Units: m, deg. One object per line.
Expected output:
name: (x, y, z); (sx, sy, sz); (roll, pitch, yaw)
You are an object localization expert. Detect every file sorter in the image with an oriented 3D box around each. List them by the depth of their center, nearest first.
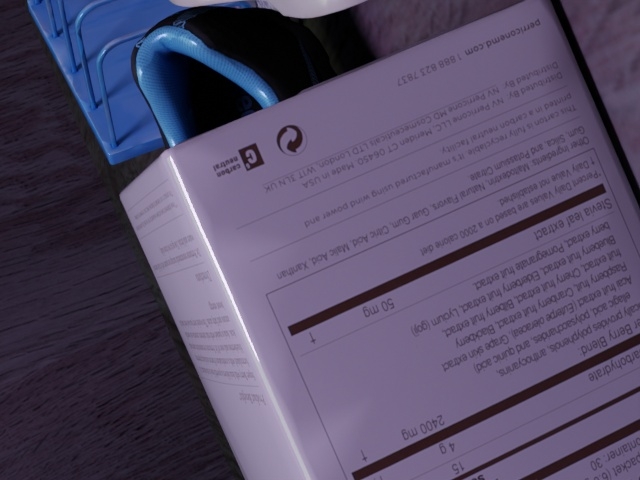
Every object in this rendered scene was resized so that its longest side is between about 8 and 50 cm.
file sorter: (-0.124, -0.160, 1.040); (0.104, 0.118, 0.170); (88, 156, -52)

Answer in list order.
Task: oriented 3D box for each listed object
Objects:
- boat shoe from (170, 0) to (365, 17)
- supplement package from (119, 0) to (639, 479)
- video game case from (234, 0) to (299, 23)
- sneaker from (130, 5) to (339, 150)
boat shoe: (-0.031, -0.165, 0.791); (0.079, 0.095, 0.254); (69, 166, -19)
supplement package: (0.055, 0.071, 0.677); (0.293, 0.175, 0.177); (67, 166, -2)
video game case: (-0.062, -0.178, 1.068); (0.190, 0.022, 0.173); (59, 166, 28)
sneaker: (-0.006, 0.024, 0.851); (0.340, 0.125, 0.140); (60, -162, 7)
